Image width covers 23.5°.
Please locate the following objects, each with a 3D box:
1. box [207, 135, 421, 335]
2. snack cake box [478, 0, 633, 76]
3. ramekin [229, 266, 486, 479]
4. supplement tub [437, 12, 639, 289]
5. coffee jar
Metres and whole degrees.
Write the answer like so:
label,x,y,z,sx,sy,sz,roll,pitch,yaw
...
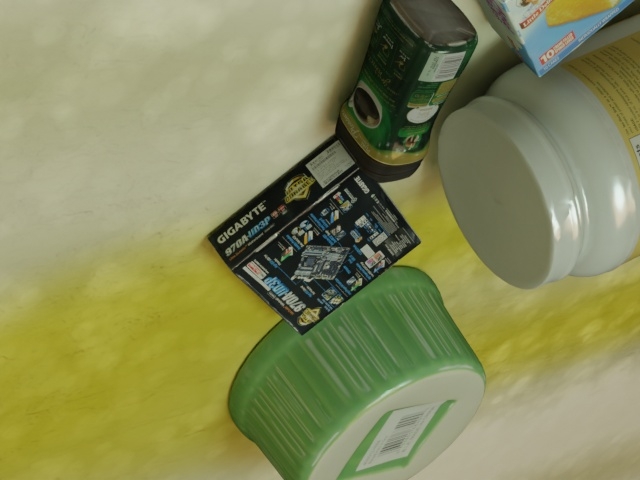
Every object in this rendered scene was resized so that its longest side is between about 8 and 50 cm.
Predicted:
label,x,y,z,sx,sy,sz,roll,pitch,yaw
box,0.000,0.000,1.643,0.175,0.051,0.220,-39,151,3
snack cake box,0.269,-0.298,1.473,0.264,0.089,0.152,-39,151,3
ramekin,0.054,0.189,1.869,0.303,0.148,0.303,-27,149,-18
supplement tub,0.318,-0.104,1.646,0.331,0.241,0.241,-24,148,-21
coffee jar,0.078,-0.146,1.476,0.079,0.096,0.184,-12,143,-33
